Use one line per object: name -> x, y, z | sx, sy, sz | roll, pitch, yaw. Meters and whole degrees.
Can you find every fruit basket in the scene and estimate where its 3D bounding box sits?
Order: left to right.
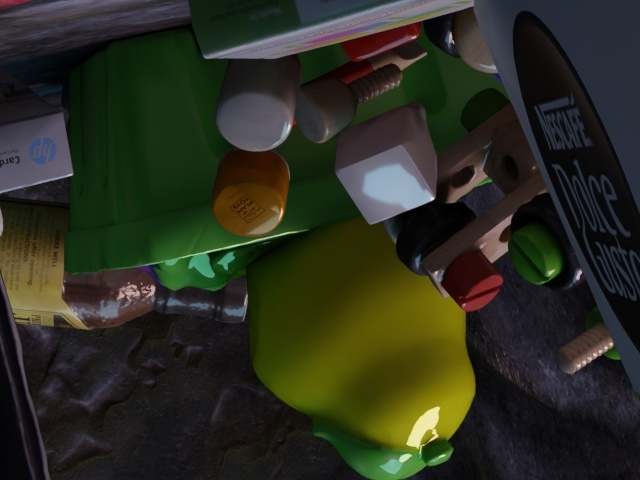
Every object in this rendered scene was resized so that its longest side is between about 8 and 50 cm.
fruit basket -> 0.000, 0.000, 1.217 | 0.392, 0.392, 0.283 | -15, -176, -20

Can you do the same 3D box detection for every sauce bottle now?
sauce bottle -> -0.233, 0.021, 1.346 | 0.344, 0.111, 0.111 | 7, -178, -5

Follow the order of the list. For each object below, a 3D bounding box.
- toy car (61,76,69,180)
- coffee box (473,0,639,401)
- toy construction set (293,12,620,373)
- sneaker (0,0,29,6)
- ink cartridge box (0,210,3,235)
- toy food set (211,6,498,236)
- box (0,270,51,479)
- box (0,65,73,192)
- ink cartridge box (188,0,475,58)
toy car -> -0.171, -0.090, 1.407 | 0.149, 0.155, 0.188 | -12, 172, 26
coffee box -> 0.275, -0.007, 0.450 | 0.338, 0.334, 0.337 | -23, -177, -1
toy construction set -> 0.132, -0.111, 1.024 | 0.237, 0.257, 0.309 | -29, -149, -26
sneaker -> -0.148, -0.015, 0.238 | 0.313, 0.136, 0.116 | -16, -174, -35
ink cartridge box -> -0.367, -0.020, 0.960 | 0.278, 0.117, 0.201 | -15, -176, -31
toy food set -> 0.040, -0.094, 0.804 | 0.232, 0.111, 0.104 | -22, -147, 22
box -> -0.400, 0.111, 0.399 | 0.471, 0.297, 0.480 | -8, -174, 39
box -> -0.226, -0.057, 0.809 | 0.145, 0.038, 0.186 | -15, -156, -22
ink cartridge box -> 0.015, -0.120, 0.667 | 0.109, 0.062, 0.209 | -14, -176, 9
